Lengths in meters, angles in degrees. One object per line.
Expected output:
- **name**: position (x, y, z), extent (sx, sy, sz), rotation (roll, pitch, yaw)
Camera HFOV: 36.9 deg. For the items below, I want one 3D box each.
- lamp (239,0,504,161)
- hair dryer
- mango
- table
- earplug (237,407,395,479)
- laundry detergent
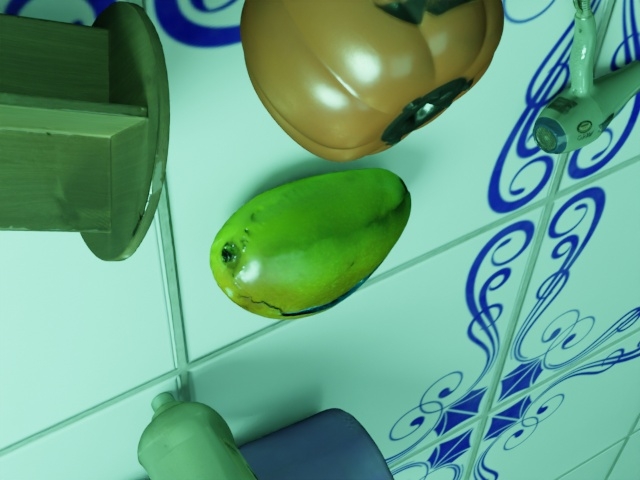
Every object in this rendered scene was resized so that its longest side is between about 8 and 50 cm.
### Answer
- **lamp**: position (0.030, -0.154, 0.685), extent (0.188, 0.164, 0.187), rotation (-35, 170, -7)
- **hair dryer**: position (0.294, -0.196, 0.996), extent (0.167, 0.067, 0.199), rotation (-23, 129, -37)
- **mango**: position (0.000, 0.000, 0.881), extent (0.233, 0.111, 0.125), rotation (-23, 157, -43)
- **table**: position (-0.225, -0.072, 0.560), extent (0.227, 0.167, 0.167), rotation (2, 130, -32)
- **earplug**: position (-0.140, 0.360, 1.086), extent (0.456, 0.215, 0.215), rotation (-15, 140, -27)
- **laundry detergent**: position (-0.101, 0.251, 0.942), extent (0.091, 0.253, 0.181), rotation (-37, 145, -4)
